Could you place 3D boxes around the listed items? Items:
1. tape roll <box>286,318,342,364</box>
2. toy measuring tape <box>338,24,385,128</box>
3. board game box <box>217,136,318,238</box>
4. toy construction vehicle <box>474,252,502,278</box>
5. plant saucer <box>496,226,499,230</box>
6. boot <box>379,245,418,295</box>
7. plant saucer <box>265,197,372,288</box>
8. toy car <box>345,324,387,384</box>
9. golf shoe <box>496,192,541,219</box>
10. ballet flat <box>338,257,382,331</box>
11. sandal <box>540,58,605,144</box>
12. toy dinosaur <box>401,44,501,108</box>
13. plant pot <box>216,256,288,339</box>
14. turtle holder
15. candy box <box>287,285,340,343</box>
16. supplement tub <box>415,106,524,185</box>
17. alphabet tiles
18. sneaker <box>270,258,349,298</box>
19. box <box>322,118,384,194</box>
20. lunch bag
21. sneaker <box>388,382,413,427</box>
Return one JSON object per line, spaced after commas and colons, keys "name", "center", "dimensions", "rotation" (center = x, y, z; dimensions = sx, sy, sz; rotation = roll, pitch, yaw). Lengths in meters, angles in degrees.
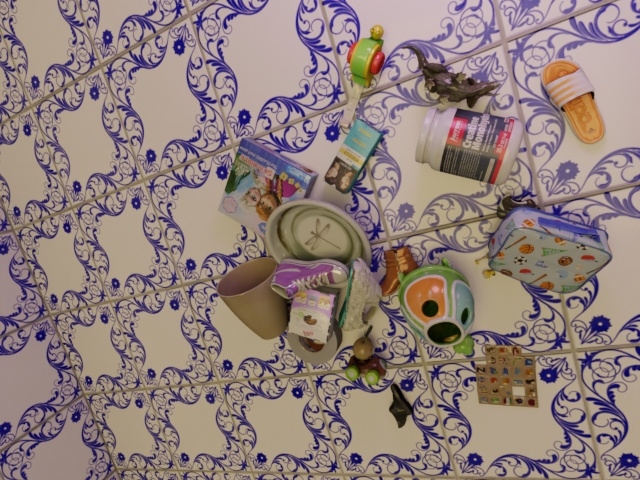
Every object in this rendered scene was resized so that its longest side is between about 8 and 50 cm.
{"name": "tape roll", "center": [-0.024, 0.384, 1.704], "dimensions": [0.218, 0.072, 0.220], "rotation": [7, 108, 21]}
{"name": "toy measuring tape", "center": [0.121, -0.522, 1.359], "dimensions": [0.121, 0.121, 0.331], "rotation": [28, 114, 13]}
{"name": "board game box", "center": [-0.209, -0.181, 1.618], "dimensions": [0.318, 0.066, 0.318], "rotation": [29, 114, 12]}
{"name": "toy construction vehicle", "center": [0.575, 0.078, 1.396], "dimensions": [0.098, 0.035, 0.086], "rotation": [-31, 103, 29]}
{"name": "plant saucer", "center": [0.623, -0.005, 1.354], "dimensions": [0.119, 0.021, 0.120], "rotation": [6, 107, 20]}
{"name": "boot", "center": [0.254, 0.111, 1.516], "dimensions": [0.196, 0.073, 0.153], "rotation": [-20, 95, 18]}
{"name": "plant saucer", "center": [0.000, 0.000, 1.528], "dimensions": [0.399, 0.101, 0.401], "rotation": [13, 132, 15]}
{"name": "toy car", "center": [0.180, 0.422, 1.598], "dimensions": [0.148, 0.155, 0.189], "rotation": [6, 95, 21]}
{"name": "golf shoe", "center": [0.648, -0.088, 1.290], "dimensions": [0.197, 0.077, 0.094], "rotation": [16, 103, 11]}
{"name": "ballet flat", "center": [0.147, 0.197, 1.485], "dimensions": [0.146, 0.147, 0.409], "rotation": [26, 147, 14]}
{"name": "sandal", "center": [0.717, -0.390, 1.173], "dimensions": [0.101, 0.076, 0.266], "rotation": [-32, 92, 26]}
{"name": "toy dinosaur", "center": [0.366, -0.475, 1.262], "dimensions": [0.313, 0.160, 0.121], "rotation": [31, 113, 19]}
{"name": "plant pot", "center": [-0.239, 0.250, 1.677], "dimensions": [0.256, 0.257, 0.274], "rotation": [-9, 117, 24]}
{"name": "turtle holder", "center": [0.385, 0.242, 1.387], "dimensions": [0.243, 0.228, 0.321], "rotation": [-6, 127, 5]}
{"name": "candy box", "center": [-0.027, 0.268, 1.594], "dimensions": [0.164, 0.070, 0.197], "rotation": [13, 105, 15]}
{"name": "supplement tub", "center": [0.438, -0.285, 1.254], "dimensions": [0.271, 0.191, 0.191], "rotation": [17, 111, 17]}
{"name": "alphabet tiles", "center": [0.653, 0.478, 1.490], "dimensions": [0.198, 0.009, 0.238], "rotation": [-5, 103, 24]}
{"name": "sneaker", "center": [-0.043, 0.150, 1.497], "dimensions": [0.281, 0.161, 0.102], "rotation": [-2, 126, 23]}
{"name": "box", "center": [0.111, -0.288, 1.460], "dimensions": [0.100, 0.060, 0.244], "rotation": [35, 115, 10]}
{"name": "lunch bag", "center": [0.668, 0.027, 1.238], "dimensions": [0.302, 0.115, 0.243], "rotation": [16, 139, 5]}
{"name": "sneaker", "center": [0.300, 0.650, 1.660], "dimensions": [0.089, 0.051, 0.170], "rotation": [-33, 94, 22]}
